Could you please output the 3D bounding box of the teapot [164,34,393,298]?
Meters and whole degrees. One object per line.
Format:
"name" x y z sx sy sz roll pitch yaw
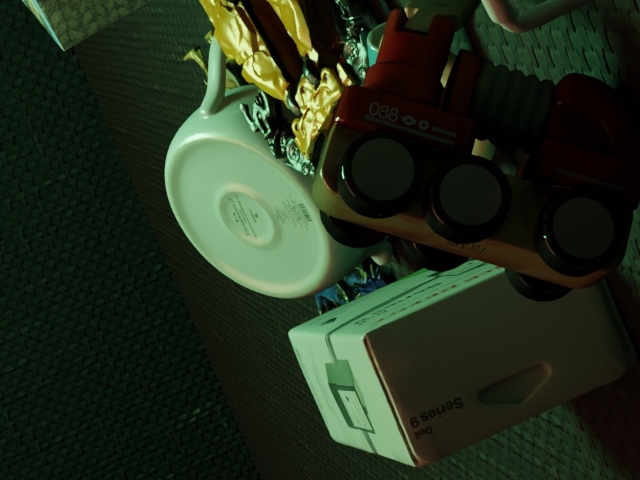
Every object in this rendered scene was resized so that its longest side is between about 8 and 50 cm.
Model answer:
"teapot" -0.032 -0.080 1.916 0.252 0.187 0.256 32 141 11

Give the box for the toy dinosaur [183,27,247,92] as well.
"toy dinosaur" -0.117 -0.218 2.309 0.112 0.064 0.211 47 178 -3

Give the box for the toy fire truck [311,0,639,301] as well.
"toy fire truck" 0.123 -0.099 1.282 0.158 0.217 0.246 117 169 -75

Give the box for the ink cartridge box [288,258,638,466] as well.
"ink cartridge box" 0.114 0.091 1.545 0.122 0.211 0.289 67 167 -3

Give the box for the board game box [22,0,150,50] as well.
"board game box" -0.287 -0.391 2.205 0.291 0.232 0.141 48 167 56

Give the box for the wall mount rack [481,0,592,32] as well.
"wall mount rack" 0.069 -0.296 1.146 0.350 0.130 0.304 35 148 65

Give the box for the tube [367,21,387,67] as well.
"tube" 0.081 -0.103 1.638 0.052 0.080 0.207 -87 -11 -49

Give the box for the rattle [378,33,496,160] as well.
"rattle" 0.107 -0.145 1.531 0.130 0.142 0.200 4 107 40

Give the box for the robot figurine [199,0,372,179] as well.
"robot figurine" -0.020 -0.204 1.737 0.291 0.085 0.211 59 140 25

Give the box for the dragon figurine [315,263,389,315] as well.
"dragon figurine" 0.000 0.000 2.143 0.289 0.085 0.144 60 167 19
